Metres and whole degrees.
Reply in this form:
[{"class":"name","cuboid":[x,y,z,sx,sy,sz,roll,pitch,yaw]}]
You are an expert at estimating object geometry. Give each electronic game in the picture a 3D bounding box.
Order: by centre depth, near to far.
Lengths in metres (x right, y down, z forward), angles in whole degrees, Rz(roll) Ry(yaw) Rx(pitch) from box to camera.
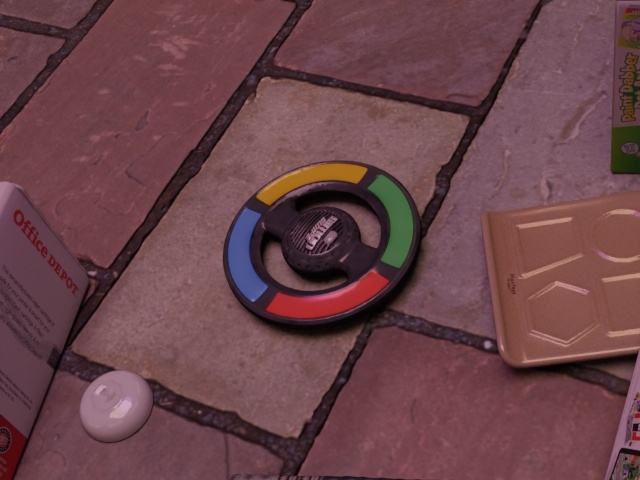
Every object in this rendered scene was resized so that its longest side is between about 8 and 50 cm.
[{"class":"electronic game","cuboid":[0.000,0.000,1.074,0.229,0.048,0.229,-8,52,11]}]

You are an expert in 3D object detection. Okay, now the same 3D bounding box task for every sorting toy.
[{"class":"sorting toy","cuboid":[0.277,0.038,0.970,0.208,0.038,0.193,-6,52,7]}]

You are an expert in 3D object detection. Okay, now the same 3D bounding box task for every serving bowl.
[{"class":"serving bowl","cuboid":[-0.224,0.173,1.025,0.083,0.027,0.083,-9,51,11]}]

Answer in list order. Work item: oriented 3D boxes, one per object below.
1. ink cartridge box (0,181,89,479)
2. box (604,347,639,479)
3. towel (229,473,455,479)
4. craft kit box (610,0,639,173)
[{"class":"ink cartridge box","cuboid":[-0.376,0.099,1.019,0.114,0.197,0.272,2,54,19]},{"class":"box","cuboid":[0.307,0.145,0.810,0.036,0.114,0.207,28,70,-14]},{"class":"towel","cuboid":[0.045,0.355,0.799,0.312,0.056,0.324,-1,51,13]},{"class":"craft kit box","cuboid":[0.346,-0.243,1.021,0.061,0.250,0.246,6,56,19]}]
